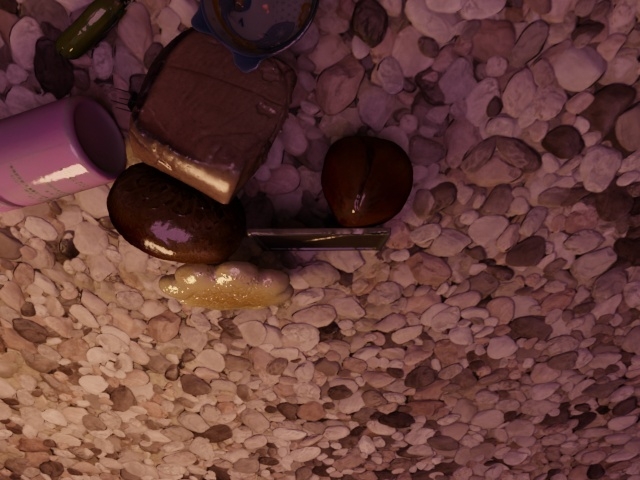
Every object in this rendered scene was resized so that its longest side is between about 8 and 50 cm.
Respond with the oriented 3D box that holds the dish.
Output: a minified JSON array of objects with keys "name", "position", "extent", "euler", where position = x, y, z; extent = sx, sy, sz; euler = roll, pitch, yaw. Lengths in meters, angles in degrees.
[{"name":"dish","position":[-0.101,-0.416,0.729],"extent":[0.228,0.086,0.236],"euler":[38,107,1]}]

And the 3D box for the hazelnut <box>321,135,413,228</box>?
[{"name":"hazelnut","position":[0.089,-0.112,0.878],"extent":[0.209,0.208,0.208],"euler":[1,120,1]}]

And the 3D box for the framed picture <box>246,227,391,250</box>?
[{"name":"framed picture","position":[0.000,0.000,0.963],"extent":[0.290,0.213,0.016],"euler":[0,80,2]}]

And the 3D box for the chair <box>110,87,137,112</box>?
[{"name":"chair","position":[-0.381,-0.281,0.894],"extent":[0.086,0.042,0.037],"euler":[9,129,-46]}]

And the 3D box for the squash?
[{"name":"squash","position":[-0.430,-0.404,0.816],"extent":[0.184,0.052,0.052],"euler":[-32,114,15]}]

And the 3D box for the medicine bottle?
[{"name":"medicine bottle","position":[-0.570,-0.168,0.879],"extent":[0.291,0.178,0.178],"euler":[-15,118,10]}]

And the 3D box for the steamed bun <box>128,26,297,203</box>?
[{"name":"steamed bun","position":[-0.190,-0.222,0.805],"extent":[0.252,0.301,0.199],"euler":[25,155,-3]}]

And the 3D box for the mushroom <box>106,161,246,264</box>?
[{"name":"mushroom","position":[-0.273,-0.063,0.871],"extent":[0.278,0.297,0.163],"euler":[13,113,-53]}]

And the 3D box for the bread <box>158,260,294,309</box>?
[{"name":"bread","position":[-0.210,0.116,1.010],"extent":[0.317,0.054,0.316],"euler":[-1,158,0]}]
